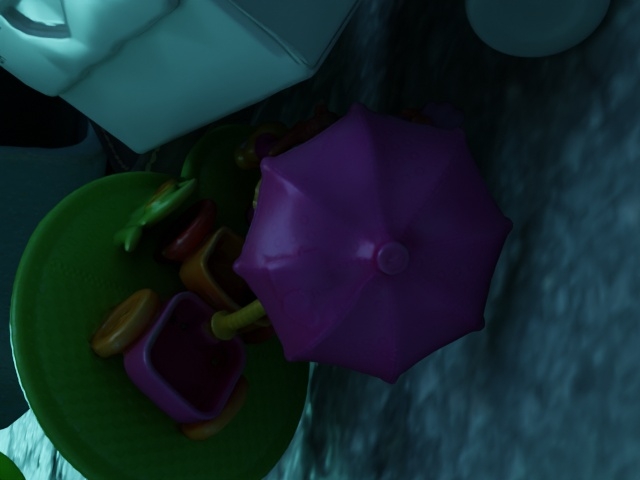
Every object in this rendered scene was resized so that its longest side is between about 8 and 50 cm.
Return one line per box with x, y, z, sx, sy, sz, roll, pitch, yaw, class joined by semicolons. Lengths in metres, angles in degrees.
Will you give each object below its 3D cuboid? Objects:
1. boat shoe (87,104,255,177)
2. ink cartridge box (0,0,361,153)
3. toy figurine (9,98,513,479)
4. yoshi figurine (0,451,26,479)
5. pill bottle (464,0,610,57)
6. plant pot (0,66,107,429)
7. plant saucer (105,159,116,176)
-0.134;-0.151;0.651;0.132;0.130;0.355;-64;38;35;boat shoe
-0.043;-0.199;0.436;0.270;0.197;0.198;-58;17;-15;ink cartridge box
0.000;0.000;0.446;0.159;0.130;0.173;-24;26;47;toy figurine
-0.246;0.257;0.820;0.203;0.203;0.362;65;-172;-57;yoshi figurine
0.063;-0.099;0.406;0.043;0.043;0.083;-53;28;43;pill bottle
-0.259;-0.018;0.810;0.248;0.247;0.252;-103;17;-52;plant pot
-0.128;-0.033;0.856;0.241;0.037;0.241;-50;31;47;plant saucer
